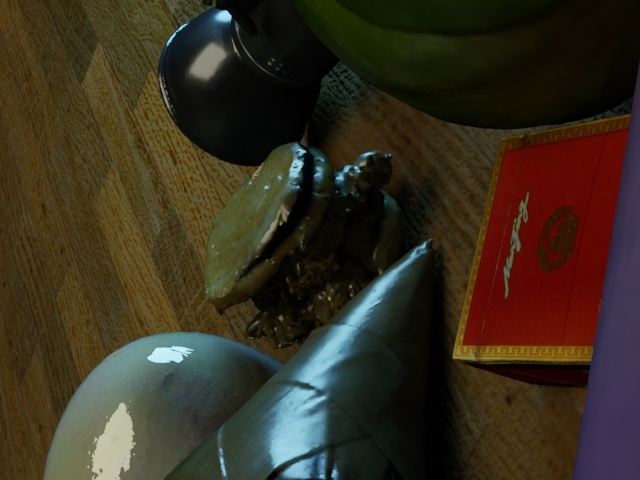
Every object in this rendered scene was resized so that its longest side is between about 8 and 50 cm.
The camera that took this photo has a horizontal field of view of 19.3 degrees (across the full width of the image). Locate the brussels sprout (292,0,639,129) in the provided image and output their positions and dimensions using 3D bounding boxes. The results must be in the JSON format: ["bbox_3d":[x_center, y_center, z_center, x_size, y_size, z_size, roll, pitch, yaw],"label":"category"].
[{"bbox_3d":[0.124,-0.236,1.116,0.354,0.281,0.289,-22,55,50],"label":"brussels sprout"}]

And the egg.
[{"bbox_3d":[-0.110,0.169,1.439,0.162,0.206,0.271,99,180,-50],"label":"egg"}]

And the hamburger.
[{"bbox_3d":[0.000,0.000,1.429,0.185,0.131,0.159,-52,21,28],"label":"hamburger"}]

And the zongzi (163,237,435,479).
[{"bbox_3d":[0.034,0.139,1.232,0.317,0.154,0.289,-57,24,-6],"label":"zongzi"}]

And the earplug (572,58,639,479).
[{"bbox_3d":[0.225,-0.010,0.819,0.215,0.215,0.456,-40,33,52],"label":"earplug"}]

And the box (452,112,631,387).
[{"bbox_3d":[0.175,0.007,1.094,0.240,0.074,0.153,-6,73,64],"label":"box"}]

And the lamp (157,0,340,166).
[{"bbox_3d":[-0.032,-0.179,1.561,0.227,0.172,0.147,-43,36,52],"label":"lamp"}]
